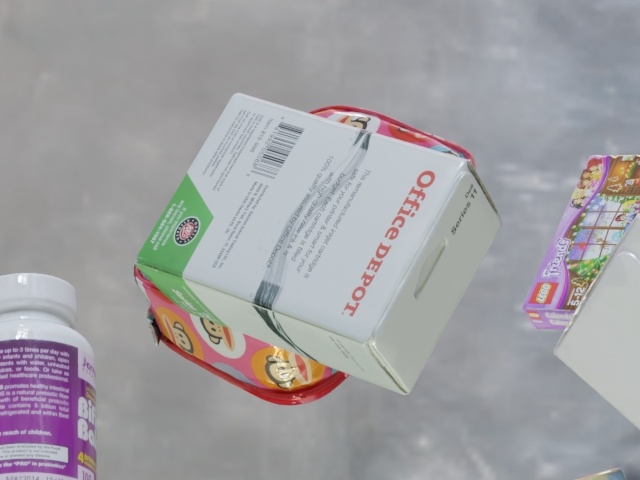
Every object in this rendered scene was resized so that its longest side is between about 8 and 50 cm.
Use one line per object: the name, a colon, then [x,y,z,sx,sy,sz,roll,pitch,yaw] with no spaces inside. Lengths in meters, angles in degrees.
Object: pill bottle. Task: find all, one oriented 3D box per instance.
pill bottle: [-0.349,0.199,2.239,0.169,0.169,0.301,84,-178,-64]

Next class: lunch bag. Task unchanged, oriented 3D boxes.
lunch bag: [-0.022,-0.001,1.704,0.293,0.258,0.120,-41,-46,-28]

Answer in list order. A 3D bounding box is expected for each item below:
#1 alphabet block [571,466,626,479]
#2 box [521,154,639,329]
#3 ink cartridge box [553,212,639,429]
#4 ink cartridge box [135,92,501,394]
alphabet block: [0.220,0.345,1.787,0.193,0.197,0.192,67,-174,-67]
box: [0.436,0.003,2.728,0.057,0.201,0.293,52,-127,-38]
ink cartridge box: [0.365,0.071,1.724,0.233,0.171,0.168,-14,-42,-51]
ink cartridge box: [0.000,0.000,1.321,0.153,0.208,0.087,-59,-36,-16]
